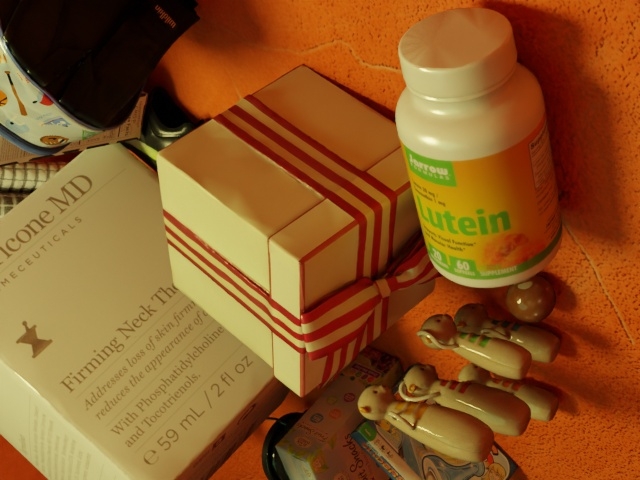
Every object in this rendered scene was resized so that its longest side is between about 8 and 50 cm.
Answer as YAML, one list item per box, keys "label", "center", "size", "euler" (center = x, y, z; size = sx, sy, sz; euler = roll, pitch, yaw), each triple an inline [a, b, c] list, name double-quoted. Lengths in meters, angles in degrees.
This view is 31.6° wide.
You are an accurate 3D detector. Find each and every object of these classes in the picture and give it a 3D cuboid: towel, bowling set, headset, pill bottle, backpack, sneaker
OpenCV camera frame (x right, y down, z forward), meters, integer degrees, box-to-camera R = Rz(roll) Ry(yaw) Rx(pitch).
- label: "towel"
  center: [-0.477, -0.040, 1.803]
  size: [0.284, 0.235, 0.121]
  euler: [-24, 70, 59]
- label: "bowling set"
  center: [0.180, 0.118, 1.284]
  size: [0.154, 0.287, 0.199]
  euler: [19, 99, 27]
- label: "headset"
  center: [0.003, 0.308, 1.797]
  size: [0.394, 0.185, 0.243]
  euler: [33, 157, -10]
- label: "pill bottle"
  center: [0.146, -0.086, 1.060]
  size: [0.136, 0.136, 0.245]
  euler: [20, 142, 38]
- label: "backpack"
  center: [-0.300, -0.232, 1.230]
  size: [0.213, 0.263, 0.276]
  euler: [-25, 131, 30]
- label: "sneaker"
  center: [-0.232, -0.170, 1.532]
  size: [0.235, 0.084, 0.097]
  euler: [31, 119, 26]

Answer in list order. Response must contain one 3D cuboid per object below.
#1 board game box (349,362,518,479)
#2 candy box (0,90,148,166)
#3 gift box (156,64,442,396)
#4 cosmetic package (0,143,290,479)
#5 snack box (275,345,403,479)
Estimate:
- label: "board game box"
  center: [0.154, 0.284, 1.524]
  size: [0.201, 0.136, 0.035]
  euler: [46, 152, -2]
- label: "candy box"
  center: [-0.358, -0.172, 1.423]
  size: [0.159, 0.233, 0.071]
  euler: [32, 121, 29]
- label: "gift box"
  center: [0.000, 0.000, 1.258]
  size: [0.258, 0.255, 0.276]
  euler: [36, 151, 30]
- label: "cosmetic package"
  center: [-0.269, 0.148, 1.526]
  size: [0.394, 0.329, 0.327]
  euler: [40, 151, 9]
- label: "snack box"
  center: [0.046, 0.282, 1.588]
  size: [0.070, 0.207, 0.174]
  euler: [20, 143, 39]
